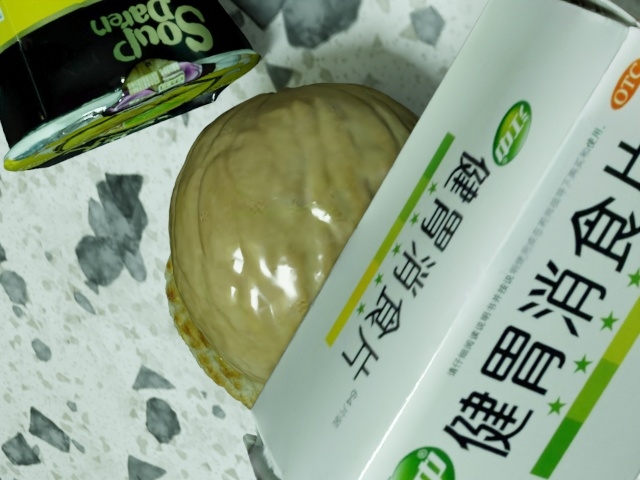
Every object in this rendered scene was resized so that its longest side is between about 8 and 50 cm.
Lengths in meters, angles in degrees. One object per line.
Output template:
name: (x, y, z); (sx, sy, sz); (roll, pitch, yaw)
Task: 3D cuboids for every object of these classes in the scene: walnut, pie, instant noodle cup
walnut: (0.000, 0.000, 0.769); (0.228, 0.228, 0.228); (17, 124, 27)
pie: (-0.053, 0.067, 0.934); (0.193, 0.079, 0.163); (49, 146, 10)
instant noodle cup: (-0.185, -0.193, 0.816); (0.215, 0.215, 0.236); (-22, 95, 41)

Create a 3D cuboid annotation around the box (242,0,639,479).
box: (0.115, 0.037, 0.632); (0.173, 0.145, 0.333); (24, 102, -26)
